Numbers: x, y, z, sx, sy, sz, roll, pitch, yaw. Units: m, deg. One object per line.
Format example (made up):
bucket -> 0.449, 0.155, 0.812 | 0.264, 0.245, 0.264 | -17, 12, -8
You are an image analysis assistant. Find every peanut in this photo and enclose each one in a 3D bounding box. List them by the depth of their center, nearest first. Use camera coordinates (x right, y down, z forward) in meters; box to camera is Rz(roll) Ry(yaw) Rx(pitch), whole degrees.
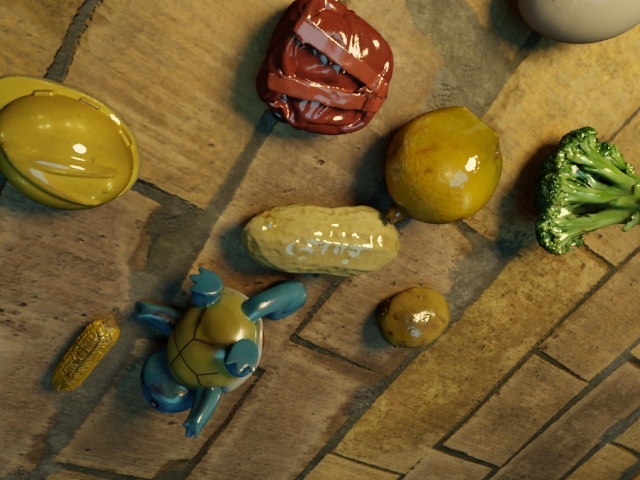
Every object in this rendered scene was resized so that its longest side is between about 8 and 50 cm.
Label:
peanut -> 0.000, 0.000, 0.893 | 0.314, 0.152, 0.152 | 1, 118, -15

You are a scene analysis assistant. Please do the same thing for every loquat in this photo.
loquat -> 0.213, -0.123, 0.846 | 0.246, 0.213, 0.213 | -45, 119, 8

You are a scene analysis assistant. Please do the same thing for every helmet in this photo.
helmet -> -0.423, -0.134, 0.716 | 0.257, 0.140, 0.205 | 28, 108, -28

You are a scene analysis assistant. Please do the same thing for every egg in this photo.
egg -> 0.449, -0.424, 0.754 | 0.232, 0.176, 0.176 | -4, 119, -7

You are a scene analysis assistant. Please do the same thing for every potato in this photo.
potato -> 0.220, 0.182, 1.058 | 0.176, 0.137, 0.137 | -32, 121, 2

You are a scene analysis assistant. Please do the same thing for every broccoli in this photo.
broccoli -> 0.565, -0.083, 0.918 | 0.254, 0.269, 0.268 | 9, 116, -33

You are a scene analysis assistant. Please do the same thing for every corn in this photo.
corn -> -0.492, 0.238, 0.938 | 0.068, 0.068, 0.207 | 36, 107, -28

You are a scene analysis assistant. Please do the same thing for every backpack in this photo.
backpack -> 0.016, -0.277, 0.744 | 0.230, 0.138, 0.229 | -6, 119, -10

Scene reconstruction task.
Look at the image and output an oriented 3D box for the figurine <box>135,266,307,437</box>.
figurine -> -0.224, 0.198, 0.918 | 0.416, 0.243, 0.297 | -37, 77, 4
